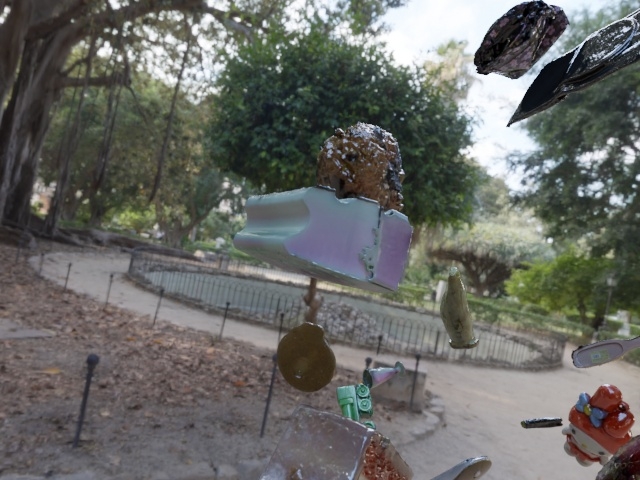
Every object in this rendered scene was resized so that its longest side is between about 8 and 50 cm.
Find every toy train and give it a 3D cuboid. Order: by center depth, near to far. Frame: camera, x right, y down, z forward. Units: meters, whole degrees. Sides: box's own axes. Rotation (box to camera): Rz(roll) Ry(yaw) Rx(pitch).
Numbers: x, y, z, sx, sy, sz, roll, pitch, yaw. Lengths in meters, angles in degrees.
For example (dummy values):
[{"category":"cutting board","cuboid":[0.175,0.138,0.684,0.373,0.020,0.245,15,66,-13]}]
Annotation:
[{"category":"toy train","cuboid":[0.118,0.581,1.491,0.119,0.251,0.085,-9,-45,5]}]

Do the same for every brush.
[{"category":"brush","cuboid":[0.928,0.327,1.413,0.067,0.071,0.313,26,-43,-31]}]

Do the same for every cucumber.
[{"category":"cucumber","cuboid":[0.763,0.629,1.604,0.135,0.033,0.034,-12,-2,16]}]

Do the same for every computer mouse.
[{"category":"computer mouse","cuboid":[0.428,0.733,1.436,0.126,0.245,0.056,6,45,-30]}]

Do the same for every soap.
[{"category":"soap","cuboid":[0.000,0.000,1.042,0.261,0.156,0.446,25,-11,-27]}]

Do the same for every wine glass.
[{"category":"wine glass","cuboid":[0.241,0.503,1.753,0.155,0.073,0.073,-10,8,-25]}]

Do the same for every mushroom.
[{"category":"mushroom","cuboid":[0.461,0.240,1.590,0.107,0.333,0.087,-7,28,28]}]

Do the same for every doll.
[{"category":"doll","cuboid":[0.771,0.517,1.285,0.130,0.290,0.161,-22,45,-31]}]

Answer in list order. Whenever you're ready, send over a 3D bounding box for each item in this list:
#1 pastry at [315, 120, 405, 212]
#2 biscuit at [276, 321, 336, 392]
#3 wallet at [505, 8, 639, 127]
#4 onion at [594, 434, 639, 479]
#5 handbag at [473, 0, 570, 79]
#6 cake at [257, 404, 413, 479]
[{"category":"pastry","cuboid":[0.128,-0.202,1.523,0.293,0.404,0.337,3,-14,24]},{"category":"biscuit","cuboid":[-0.043,0.370,1.455,0.181,0.208,0.049,-30,-20,4]},{"category":"wallet","cuboid":[0.576,-0.388,1.024,0.041,0.247,0.323,42,-23,-9]},{"category":"onion","cuboid":[0.511,0.443,0.632,0.260,0.336,0.282,-36,-24,18]},{"category":"handbag","cuboid":[0.527,-0.538,1.248,0.208,0.126,0.228,-7,-31,-40]},{"category":"cake","cuboid":[0.044,0.546,1.044,0.230,0.237,0.308,6,-39,38]}]
